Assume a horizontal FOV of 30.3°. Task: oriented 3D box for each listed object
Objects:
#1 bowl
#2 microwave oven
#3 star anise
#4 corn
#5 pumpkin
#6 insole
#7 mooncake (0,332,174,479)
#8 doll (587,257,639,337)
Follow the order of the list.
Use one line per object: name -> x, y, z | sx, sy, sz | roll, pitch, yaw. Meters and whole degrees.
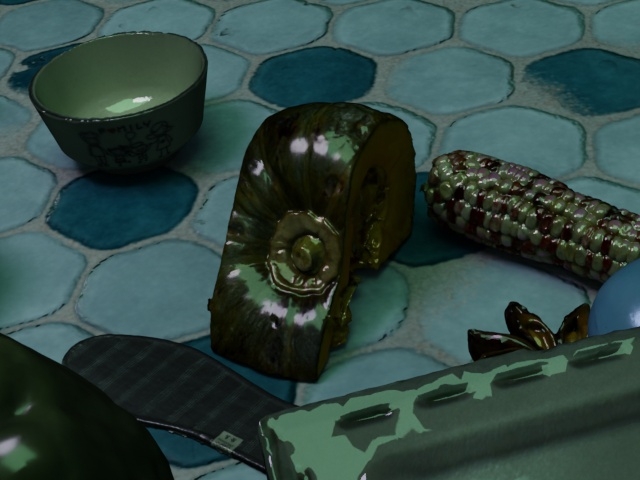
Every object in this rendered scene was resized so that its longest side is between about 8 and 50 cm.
bowl -> -0.230, -0.153, 1.408 | 0.211, 0.112, 0.211 | -5, 36, 4
microwave oven -> 0.144, 0.295, 0.493 | 0.236, 0.374, 0.432 | -14, 51, -7
star anise -> 0.193, 0.139, 0.975 | 0.177, 0.073, 0.234 | 19, 39, 10
corn -> 0.225, -0.017, 1.173 | 0.281, 0.092, 0.092 | 24, 47, 29
pumpkin -> -0.001, 0.000, 1.190 | 0.139, 0.190, 0.280 | 11, 84, 22
insole -> -0.112, 0.146, 1.073 | 0.309, 0.012, 0.110 | 21, 44, 33
mooncake -> -0.269, 0.223, 0.754 | 0.356, 0.194, 0.356 | -8, 61, 16
doll -> 0.321, 0.083, 0.945 | 0.314, 0.141, 0.177 | -13, 52, -44
